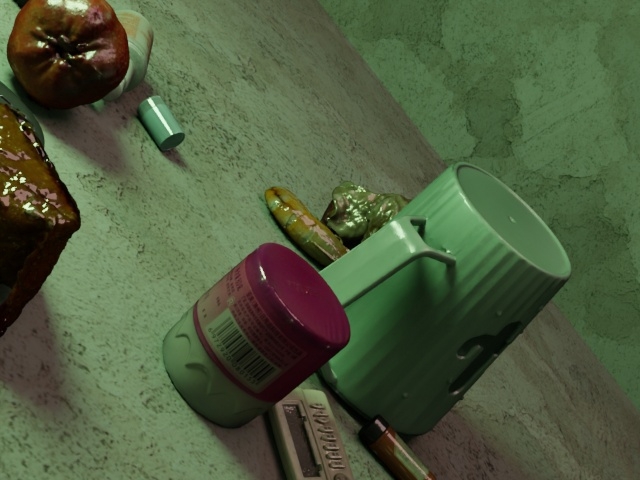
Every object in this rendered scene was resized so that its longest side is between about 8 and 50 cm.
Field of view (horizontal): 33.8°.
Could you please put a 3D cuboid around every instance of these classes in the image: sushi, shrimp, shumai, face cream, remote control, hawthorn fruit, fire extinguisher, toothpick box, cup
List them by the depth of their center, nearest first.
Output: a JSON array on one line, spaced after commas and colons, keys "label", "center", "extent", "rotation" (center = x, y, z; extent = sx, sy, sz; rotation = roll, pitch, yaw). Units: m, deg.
[{"label": "sushi", "center": [-0.367, -0.043, 1.191], "extent": [0.166, 0.179, 0.296], "rotation": [-16, 62, -50]}, {"label": "face cream", "center": [-0.085, 0.125, 1.386], "extent": [0.175, 0.195, 0.175], "rotation": [43, 20, -20]}, {"label": "remote control", "center": [-0.010, 0.298, 1.427], "extent": [0.090, 0.049, 0.230], "rotation": [3, 41, -22]}, {"label": "hawthorn fruit", "center": [-0.382, -0.294, 1.593], "extent": [0.185, 0.185, 0.202], "rotation": [41, 6, -21]}, {"label": "fire extinguisher", "center": [0.133, 0.352, 1.643], "extent": [0.177, 0.050, 0.062], "rotation": [48, 1, -1]}, {"label": "cup", "center": [0.168, 0.105, 1.703], "extent": [0.310, 0.392, 0.401], "rotation": [44, 24, 5]}, {"label": "face cream", "center": [-0.342, -0.307, 1.795], "extent": [0.101, 0.101, 0.252], "rotation": [39, 21, -24]}, {"label": "toothpick box", "center": [-0.274, -0.202, 1.814], "extent": [0.083, 0.052, 0.052], "rotation": [56, 21, 17]}, {"label": "shrimp", "center": [0.000, 0.000, 2.024], "extent": [0.287, 0.063, 0.152], "rotation": [45, 8, -5]}, {"label": "shumai", "center": [0.107, -0.046, 2.138], "extent": [0.185, 0.184, 0.218], "rotation": [52, 23, 13]}]

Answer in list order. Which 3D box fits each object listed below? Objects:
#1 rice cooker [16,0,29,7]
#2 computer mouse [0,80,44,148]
[{"label": "rice cooker", "center": [-0.467, -0.465, 1.799], "extent": [0.142, 0.118, 0.203], "rotation": [37, 22, -32]}, {"label": "computer mouse", "center": [-0.456, -0.187, 1.388], "extent": [0.232, 0.057, 0.120], "rotation": [38, 22, -26]}]
